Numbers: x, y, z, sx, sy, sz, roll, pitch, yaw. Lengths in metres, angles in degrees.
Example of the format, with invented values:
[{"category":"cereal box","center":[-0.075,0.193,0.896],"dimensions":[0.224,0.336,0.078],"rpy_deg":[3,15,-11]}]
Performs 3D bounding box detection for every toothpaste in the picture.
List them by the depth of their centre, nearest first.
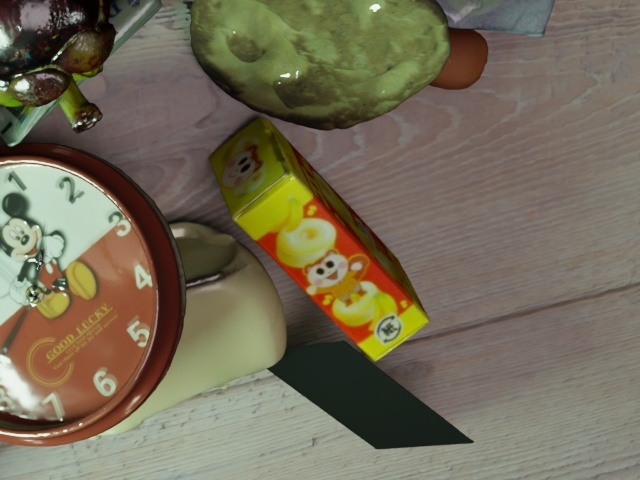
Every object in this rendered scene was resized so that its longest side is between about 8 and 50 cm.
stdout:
[{"category":"toothpaste","center":[-0.241,-0.196,1.725],"dimensions":[0.255,0.067,0.037],"rpy_deg":[-44,135,-4]}]

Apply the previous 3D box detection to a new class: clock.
[{"category":"clock","center":[-0.294,0.056,1.725],"dimensions":[0.318,0.080,0.319],"rpy_deg":[1,94,12]}]

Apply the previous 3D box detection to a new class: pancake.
[{"category":"pancake","center":[-0.005,-0.211,1.733],"dimensions":[0.294,0.049,0.294],"rpy_deg":[5,150,3]}]

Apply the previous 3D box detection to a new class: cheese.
[{"category":"cheese","center":[-0.170,0.108,1.858],"dimensions":[0.266,0.127,0.233],"rpy_deg":[-18,122,-14]}]

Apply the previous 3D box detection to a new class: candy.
[{"category":"candy","center":[0.000,0.000,1.869],"dimensions":[0.088,0.146,0.276],"rpy_deg":[-37,125,9]}]

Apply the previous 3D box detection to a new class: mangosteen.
[{"category":"mangosteen","center":[-0.289,-0.211,1.632],"dimensions":[0.172,0.172,0.184],"rpy_deg":[1,115,-25]}]

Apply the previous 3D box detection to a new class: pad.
[{"category":"pad","center":[0.048,0.189,1.988],"dimensions":[0.245,0.170,0.006],"rpy_deg":[39,57,-32]}]

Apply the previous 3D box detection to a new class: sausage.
[{"category":"sausage","center":[0.103,-0.217,1.867],"dimensions":[0.194,0.077,0.077],"rpy_deg":[8,109,-27]}]

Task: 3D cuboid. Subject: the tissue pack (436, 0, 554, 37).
[{"category":"tissue pack","center":[0.149,-0.429,1.759],"dimensions":[0.288,0.124,0.394],"rpy_deg":[5,111,-24]}]
